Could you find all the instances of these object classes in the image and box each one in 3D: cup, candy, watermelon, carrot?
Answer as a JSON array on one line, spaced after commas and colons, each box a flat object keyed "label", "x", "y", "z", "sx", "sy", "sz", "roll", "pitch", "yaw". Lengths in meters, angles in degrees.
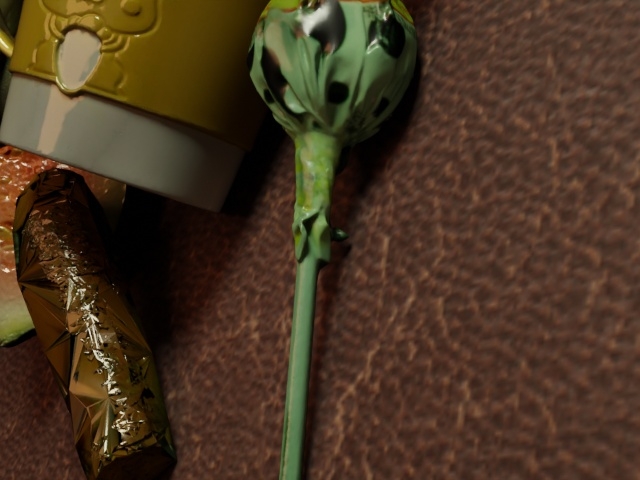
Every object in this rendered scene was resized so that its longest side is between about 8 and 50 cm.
[{"label": "cup", "x": -0.121, "y": -0.150, "z": 0.743, "sx": 0.241, "sy": 0.185, "sz": 0.226, "roll": 17, "pitch": 90, "yaw": 19}, {"label": "candy", "x": 0.000, "y": 0.000, "z": 0.611, "sx": 0.091, "sy": 0.083, "sz": 0.305, "roll": -8, "pitch": 70, "yaw": 34}, {"label": "watermelon", "x": -0.188, "y": -0.027, "z": 0.870, "sx": 0.145, "sy": 0.137, "sz": 0.193, "roll": -23, "pitch": 40, "yaw": -1}, {"label": "carrot", "x": -0.145, "y": 0.051, "z": 0.738, "sx": 0.069, "sy": 0.069, "sz": 0.229, "roll": -45, "pitch": 53, "yaw": 29}]

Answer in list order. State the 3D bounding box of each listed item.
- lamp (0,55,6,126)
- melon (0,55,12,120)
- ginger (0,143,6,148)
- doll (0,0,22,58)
[{"label": "lamp", "x": -0.393, "y": -0.157, "z": 1.145, "sx": 0.223, "sy": 0.196, "sz": 0.223, "roll": 12, "pitch": 109, "yaw": 36}, {"label": "melon", "x": -0.215, "y": -0.121, "z": 0.958, "sx": 0.130, "sy": 0.098, "sz": 0.098, "roll": 22, "pitch": 87, "yaw": 60}, {"label": "ginger", "x": -0.328, "y": -0.025, "z": 0.993, "sx": 0.152, "sy": 0.138, "sz": 0.267, "roll": -35, "pitch": 59, "yaw": 23}, {"label": "doll", "x": -0.322, "y": -0.236, "z": 0.977, "sx": 0.161, "sy": 0.177, "sz": 0.261, "roll": 82, "pitch": -166, "yaw": -58}]
